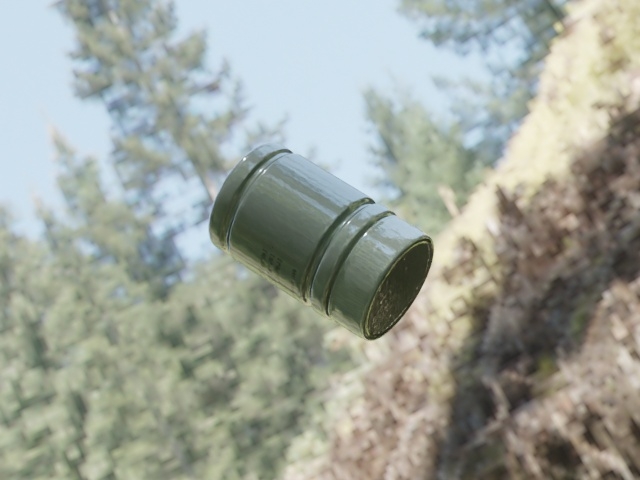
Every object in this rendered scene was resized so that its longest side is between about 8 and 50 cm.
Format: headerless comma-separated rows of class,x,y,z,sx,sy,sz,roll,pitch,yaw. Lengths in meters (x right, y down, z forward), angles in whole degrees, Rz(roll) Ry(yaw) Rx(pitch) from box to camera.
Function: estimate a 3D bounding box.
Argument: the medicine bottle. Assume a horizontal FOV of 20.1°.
medicine bottle,0.000,0.000,0.833,0.058,0.091,0.058,-46,-25,-28
